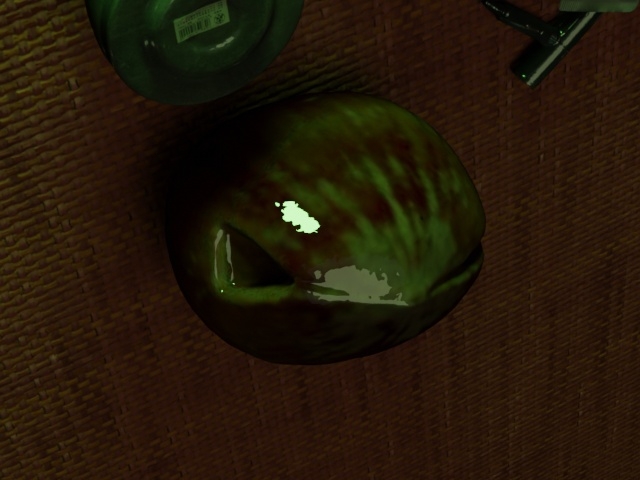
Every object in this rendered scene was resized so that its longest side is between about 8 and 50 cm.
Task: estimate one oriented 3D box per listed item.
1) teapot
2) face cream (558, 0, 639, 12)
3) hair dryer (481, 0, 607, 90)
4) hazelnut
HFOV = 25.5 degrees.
[{"bbox_3d":[-0.158,-0.342,1.586,0.239,0.239,0.321,-9,136,-31],"label":"teapot"},{"bbox_3d":[0.443,-0.468,2.022,0.143,0.089,0.314,-6,131,-27],"label":"face cream"},{"bbox_3d":[0.320,-0.335,2.092,0.173,0.050,0.195,-49,135,7],"label":"hair dryer"},{"bbox_3d":[0.000,0.000,1.935,0.429,0.402,0.402,-8,131,-38],"label":"hazelnut"}]
